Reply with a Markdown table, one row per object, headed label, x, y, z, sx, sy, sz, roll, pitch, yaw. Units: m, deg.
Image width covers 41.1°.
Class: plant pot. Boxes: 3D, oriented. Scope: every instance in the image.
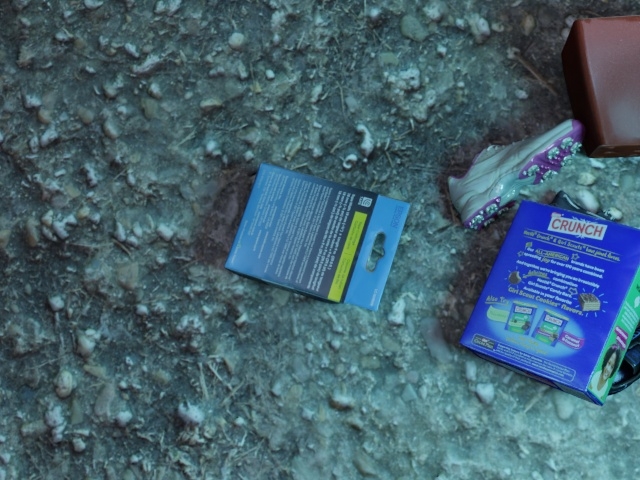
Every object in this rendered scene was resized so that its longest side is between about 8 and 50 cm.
| label | x | y | z | sx | sy | sz | roll | pitch | yaw |
| --- | --- | --- | --- | --- | --- | --- | --- | --- | --- |
| plant pot | 0.621 | -0.289 | 1.667 | 0.267 | 0.267 | 0.236 | 0 | 88 | 10 |

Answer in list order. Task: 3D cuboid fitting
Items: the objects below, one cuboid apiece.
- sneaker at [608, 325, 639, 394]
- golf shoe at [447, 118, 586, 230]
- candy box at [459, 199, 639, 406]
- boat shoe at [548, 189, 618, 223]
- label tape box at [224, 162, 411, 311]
| label | x | y | z | sx | sy | sz | roll | pitch | yaw |
| --- | --- | --- | --- | --- | --- | --- | --- | --- | --- |
| sneaker | 0.611 | 0.209 | 1.612 | 0.232 | 0.090 | 0.081 | -43 | 72 | -2 |
| golf shoe | 0.384 | -0.158 | 1.717 | 0.306 | 0.115 | 0.140 | -39 | 58 | 17 |
| candy box | 0.456 | 0.110 | 1.612 | 0.268 | 0.122 | 0.317 | 20 | 80 | 38 |
| boat shoe | 0.556 | -0.042 | 1.698 | 0.206 | 0.075 | 0.065 | 23 | 84 | 20 |
| label tape box | 0.000 | 0.000 | 1.775 | 0.333 | 0.106 | 0.241 | 16 | 80 | 13 |
